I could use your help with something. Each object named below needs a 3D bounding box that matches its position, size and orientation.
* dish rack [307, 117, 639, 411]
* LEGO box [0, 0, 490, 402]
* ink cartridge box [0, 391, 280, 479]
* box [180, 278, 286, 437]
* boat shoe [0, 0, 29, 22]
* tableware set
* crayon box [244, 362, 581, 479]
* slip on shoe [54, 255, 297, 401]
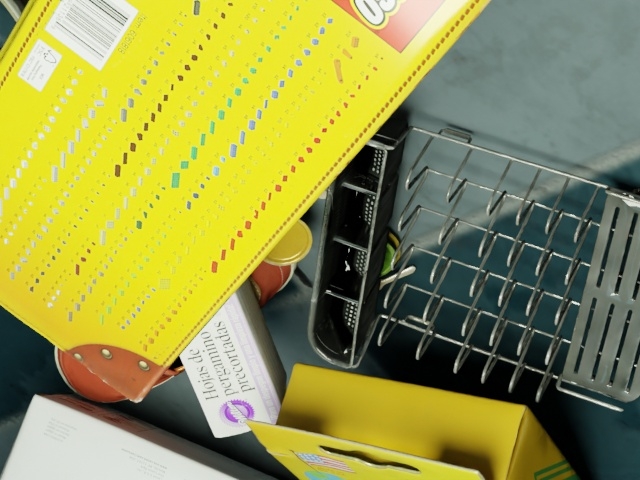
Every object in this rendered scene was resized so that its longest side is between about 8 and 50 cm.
[{"bbox_3d":[0.135,0.028,1.453,0.271,0.074,0.208,18,127,14],"label":"dish rack"},{"bbox_3d":[-0.004,-0.185,1.145,0.193,0.372,0.500,38,139,-4],"label":"LEGO box"},{"bbox_3d":[-0.156,0.318,1.746,0.309,0.272,0.130,23,180,9],"label":"ink cartridge box"},{"bbox_3d":[-0.102,0.008,1.472,0.063,0.067,0.324,-14,124,10],"label":"box"},{"bbox_3d":[-0.154,-0.135,1.486,0.113,0.103,0.302,-23,115,40],"label":"boat shoe"},{"bbox_3d":[0.000,0.000,1.532,0.104,0.024,0.154,-27,121,13],"label":"tableware set"},{"bbox_3d":[0.093,0.187,1.555,0.202,0.081,0.318,10,159,25],"label":"crayon box"},{"bbox_3d":[-0.142,0.070,1.674,0.123,0.101,0.331,43,139,-13],"label":"slip on shoe"}]
